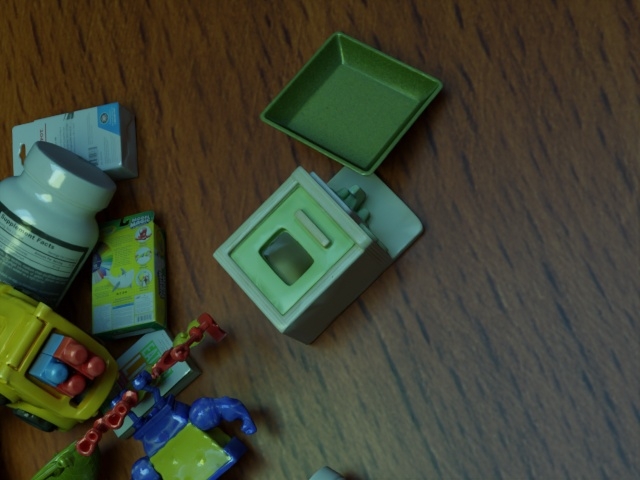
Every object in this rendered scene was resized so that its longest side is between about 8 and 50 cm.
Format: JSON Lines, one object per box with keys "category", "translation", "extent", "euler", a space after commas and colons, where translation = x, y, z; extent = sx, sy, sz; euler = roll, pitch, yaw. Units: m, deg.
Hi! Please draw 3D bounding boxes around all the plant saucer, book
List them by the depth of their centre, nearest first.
{"category": "plant saucer", "translation": [0.045, -0.182, 1.524], "extent": [0.188, 0.045, 0.188], "euler": [30, 66, 22]}
{"category": "book", "translation": [-0.253, 0.199, 1.557], "extent": [0.144, 0.035, 0.096], "euler": [-43, 65, 5]}

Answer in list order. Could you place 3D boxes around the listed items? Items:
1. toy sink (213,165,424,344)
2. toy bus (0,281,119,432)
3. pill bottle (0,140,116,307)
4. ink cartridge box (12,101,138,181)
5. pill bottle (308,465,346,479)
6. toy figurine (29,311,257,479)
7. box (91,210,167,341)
{"category": "toy sink", "translation": [0.000, 0.000, 1.470], "extent": [0.234, 0.131, 0.153], "euler": [-44, 69, 3]}
{"category": "toy bus", "translation": [-0.341, 0.168, 1.436], "extent": [0.211, 0.220, 0.149], "euler": [6, 61, 44]}
{"category": "pill bottle", "translation": [-0.417, 0.008, 1.562], "extent": [0.162, 0.162, 0.278], "euler": [36, 99, 22]}
{"category": "ink cartridge box", "translation": [-0.372, -0.136, 1.659], "extent": [0.180, 0.060, 0.104], "euler": [-10, 75, 15]}
{"category": "pill bottle", "translation": [0.060, 0.369, 1.370], "extent": [0.186, 0.112, 0.112], "euler": [30, 87, 22]}
{"category": "toy figurine", "translation": [-0.207, 0.296, 1.438], "extent": [0.362, 0.191, 0.217], "euler": [-44, 94, 8]}
{"category": "box", "translation": [-0.278, 0.049, 1.583], "extent": [0.105, 0.043, 0.179], "euler": [-12, 66, 16]}
